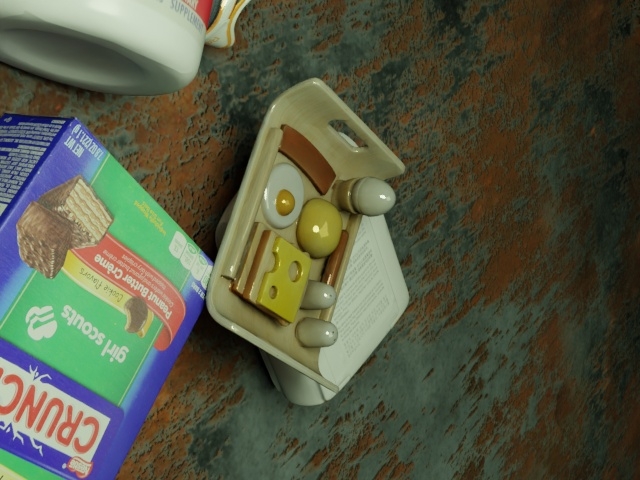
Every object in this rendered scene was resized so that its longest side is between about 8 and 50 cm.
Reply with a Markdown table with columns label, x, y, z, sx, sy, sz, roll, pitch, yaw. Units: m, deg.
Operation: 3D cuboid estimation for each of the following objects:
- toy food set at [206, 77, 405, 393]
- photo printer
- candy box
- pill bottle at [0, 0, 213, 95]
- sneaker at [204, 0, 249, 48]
| label | x | y | z | sx | sy | sz | roll | pitch | yaw |
| --- | --- | --- | --- | --- | --- | --- | --- | --- | --- |
| toy food set | 0.000 | 0.000 | 1.080 | 0.219 | 0.092 | 0.306 | 38 | 62 | -48 |
| photo printer | -0.008 | 0.025 | 1.239 | 0.256 | 0.107 | 0.308 | -46 | 127 | -40 |
| candy box | -0.270 | 0.082 | 0.895 | 0.268 | 0.122 | 0.317 | 52 | 56 | -44 |
| pill bottle | -0.189 | -0.361 | 0.869 | 0.229 | 0.229 | 0.408 | 19 | 78 | -51 |
| sneaker | -0.102 | -0.375 | 1.068 | 0.127 | 0.126 | 0.321 | 28 | 82 | -45 |
